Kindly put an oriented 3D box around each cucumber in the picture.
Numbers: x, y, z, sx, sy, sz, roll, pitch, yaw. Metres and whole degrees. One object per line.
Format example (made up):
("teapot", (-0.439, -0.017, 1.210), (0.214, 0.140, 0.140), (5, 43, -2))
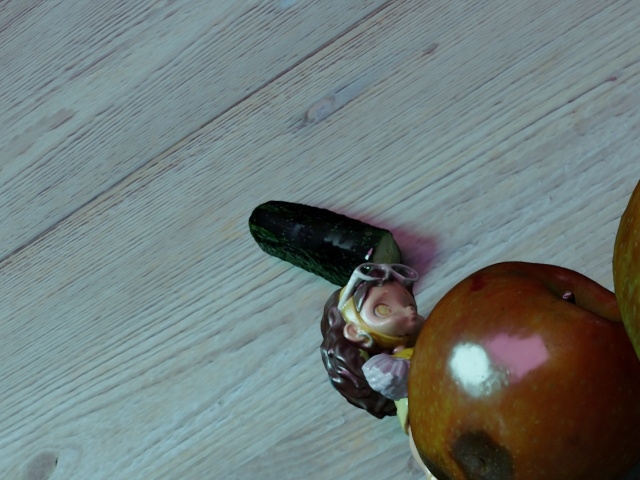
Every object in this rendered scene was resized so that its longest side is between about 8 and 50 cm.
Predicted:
("cucumber", (0.000, 0.001, 2.079), (0.241, 0.074, 0.074), (21, 74, 48))

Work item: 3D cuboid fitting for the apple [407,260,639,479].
("apple", (0.189, 0.135, 1.706), (0.230, 0.230, 0.230), (-22, 47, 26))

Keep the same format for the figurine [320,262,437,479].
("figurine", (0.085, 0.131, 1.863), (0.240, 0.175, 0.116), (54, 130, 36))

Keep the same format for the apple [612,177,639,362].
("apple", (0.365, 0.048, 1.585), (0.250, 0.277, 0.309), (-54, 29, 16))
